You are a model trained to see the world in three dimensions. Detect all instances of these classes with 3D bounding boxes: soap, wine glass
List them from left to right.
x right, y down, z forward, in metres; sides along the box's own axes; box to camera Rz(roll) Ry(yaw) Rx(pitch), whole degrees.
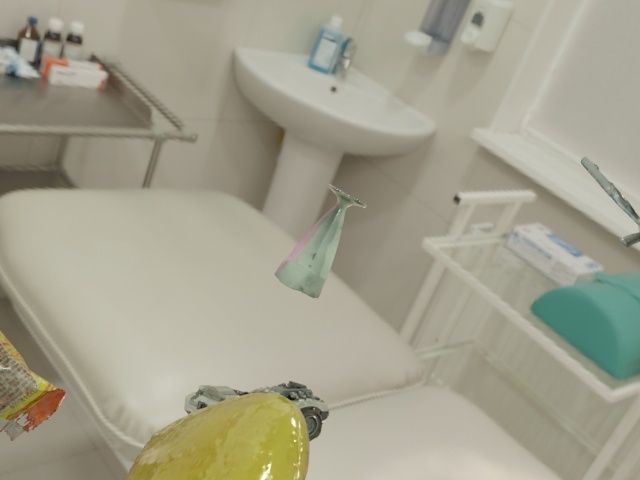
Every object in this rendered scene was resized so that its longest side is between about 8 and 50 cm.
[{"bbox_3d":[-0.168,0.304,0.882,0.115,0.427,0.306,45,45,-15],"label":"soap"},{"bbox_3d":[0.000,0.000,1.215,0.073,0.155,0.073,28,2,-1],"label":"wine glass"}]

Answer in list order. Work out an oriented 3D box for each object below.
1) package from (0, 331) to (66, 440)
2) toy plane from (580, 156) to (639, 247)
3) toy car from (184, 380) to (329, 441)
[{"bbox_3d":[-0.562,0.207,1.298,0.288,0.223,0.108,50,7,4],"label":"package"},{"bbox_3d":[0.374,-0.075,0.842,0.182,0.107,0.273,41,63,4],"label":"toy plane"},{"bbox_3d":[-0.126,0.352,1.763,0.301,0.118,0.193,1,2,-35],"label":"toy car"}]
